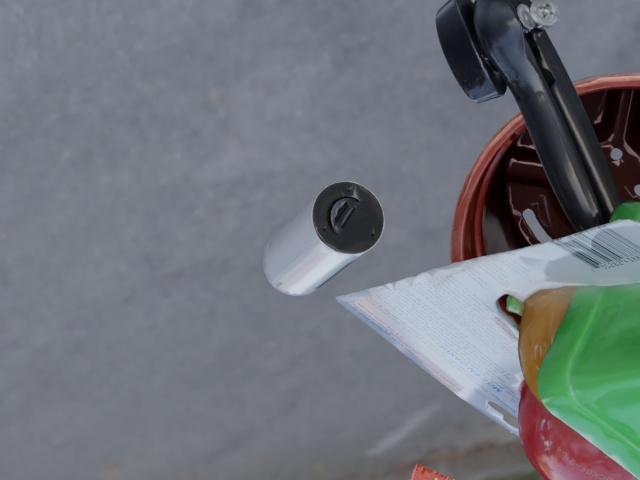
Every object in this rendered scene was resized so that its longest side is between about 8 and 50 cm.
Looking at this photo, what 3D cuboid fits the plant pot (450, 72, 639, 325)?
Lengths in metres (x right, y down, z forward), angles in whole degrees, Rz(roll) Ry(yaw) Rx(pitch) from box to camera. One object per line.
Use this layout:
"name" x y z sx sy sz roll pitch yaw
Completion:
"plant pot" 0.251 -0.023 1.357 0.272 0.272 0.265 -24 -171 12

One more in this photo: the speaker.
"speaker" 0.000 0.000 1.179 0.055 0.055 0.136 -13 170 -21

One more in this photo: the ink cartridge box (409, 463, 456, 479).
"ink cartridge box" 0.090 0.339 1.536 0.232 0.066 0.189 -64 160 -5

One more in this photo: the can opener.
"can opener" 0.146 -0.088 1.050 0.059 0.186 0.073 -24 172 -41

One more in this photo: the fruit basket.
"fruit basket" 0.217 0.096 1.070 0.165 0.327 0.353 -59 -163 -18
